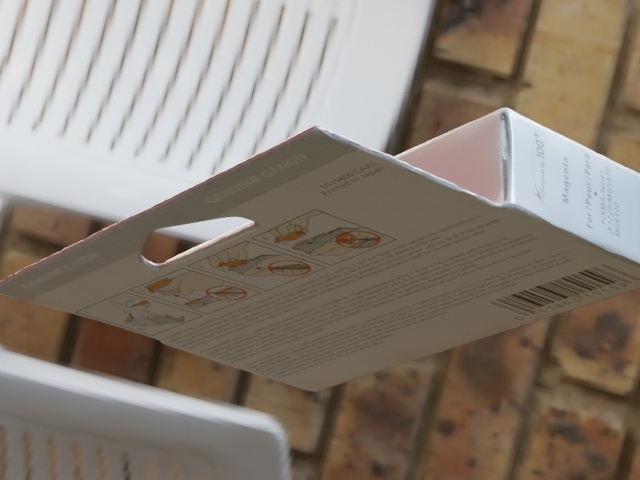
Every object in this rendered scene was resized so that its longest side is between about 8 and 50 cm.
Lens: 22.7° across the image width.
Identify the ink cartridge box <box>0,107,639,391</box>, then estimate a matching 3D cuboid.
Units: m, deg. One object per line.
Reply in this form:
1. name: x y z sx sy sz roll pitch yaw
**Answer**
1. ink cartridge box: 0.000 0.000 0.833 0.275 0.239 0.060 -23 -124 44
